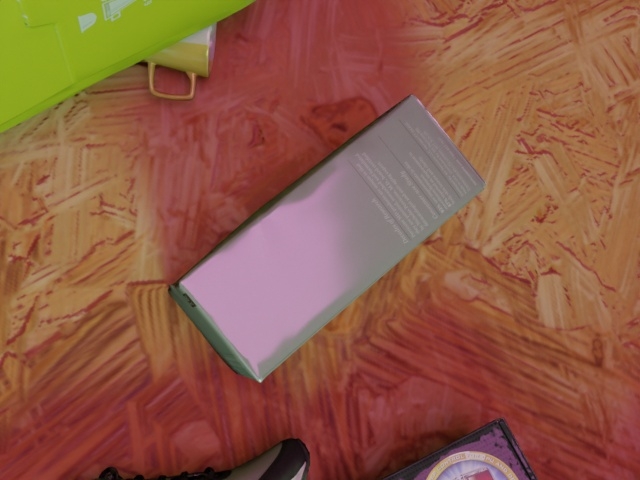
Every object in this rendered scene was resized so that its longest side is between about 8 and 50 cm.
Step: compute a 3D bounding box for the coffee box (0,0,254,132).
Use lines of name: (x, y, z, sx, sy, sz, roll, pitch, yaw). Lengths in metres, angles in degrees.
coffee box: (-0.231, -0.298, 0.540, 0.338, 0.337, 0.334, -31, 80, -15)

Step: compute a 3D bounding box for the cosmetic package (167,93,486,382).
cosmetic package: (0.000, 0.000, 0.700, 0.238, 0.127, 0.107, -42, 95, -12)

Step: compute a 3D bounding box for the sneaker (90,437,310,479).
sneaker: (-0.132, 0.213, 0.663, 0.271, 0.100, 0.108, -24, 84, -14)

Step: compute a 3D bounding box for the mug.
mug: (-0.121, -0.163, 0.721, 0.064, 0.062, 0.078, 6, 60, -4)

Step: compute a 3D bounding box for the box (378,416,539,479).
box: (0.073, 0.295, 0.671, 0.270, 0.060, 0.216, -25, 74, -6)
